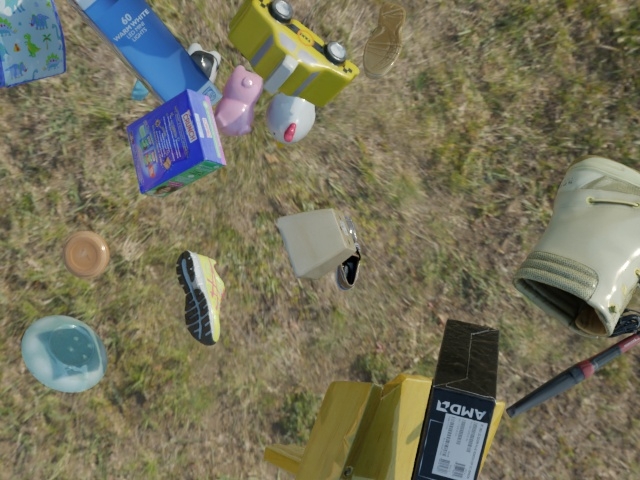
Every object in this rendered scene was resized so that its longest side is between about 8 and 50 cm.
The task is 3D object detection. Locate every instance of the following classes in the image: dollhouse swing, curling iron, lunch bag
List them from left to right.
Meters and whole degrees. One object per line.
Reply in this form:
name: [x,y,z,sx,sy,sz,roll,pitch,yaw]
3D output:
lunch bag: [-0.467,-0.316,1.115,0.096,0.129,0.151,-9,106,37]
dollhouse swing: [0.104,0.365,1.448,0.346,0.305,0.315,15,97,-34]
curling iron: [0.419,0.206,1.202,0.274,0.068,0.035,-39,136,1]

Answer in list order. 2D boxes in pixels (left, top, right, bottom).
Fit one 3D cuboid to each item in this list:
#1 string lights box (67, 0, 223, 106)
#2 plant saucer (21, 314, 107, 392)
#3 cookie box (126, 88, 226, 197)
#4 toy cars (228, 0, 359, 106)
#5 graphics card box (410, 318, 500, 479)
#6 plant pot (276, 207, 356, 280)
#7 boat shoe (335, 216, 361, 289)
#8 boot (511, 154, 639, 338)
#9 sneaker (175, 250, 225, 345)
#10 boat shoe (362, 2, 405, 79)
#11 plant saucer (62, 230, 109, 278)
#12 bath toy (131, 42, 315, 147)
string lights box: [-0.267,-0.296,1.069,0.077,0.133,0.260,-44,124,-5]
plant saucer: [-0.552,0.238,1.605,0.195,0.195,0.037,39,124,-10]
cookie box: [-0.172,-0.112,0.866,0.107,0.040,0.092,-22,76,30]
toy cars: [-0.071,-0.318,0.945,0.176,0.087,0.394,3,139,21]
graphics card box: [0.190,0.332,1.113,0.094,0.233,0.371,11,109,12]
plant pot: [0.000,0.000,1.265,0.096,0.109,0.109,-22,78,15]
boat shoe: [0.072,0.030,1.803,0.066,0.066,0.183,-2,85,-18]
boot: [0.368,0.032,0.817,0.262,0.095,0.203,28,63,16]
sneaker: [-0.234,0.119,1.538,0.081,0.094,0.209,-29,66,37]
boat shoe: [0.111,-0.336,1.274,0.063,0.059,0.170,18,60,4]
plant saucer: [-0.406,0.025,1.262,0.083,0.013,0.084,1,95,7]
bath toy: [-0.179,-0.266,1.417,0.348,0.129,0.151,18,130,-13]
